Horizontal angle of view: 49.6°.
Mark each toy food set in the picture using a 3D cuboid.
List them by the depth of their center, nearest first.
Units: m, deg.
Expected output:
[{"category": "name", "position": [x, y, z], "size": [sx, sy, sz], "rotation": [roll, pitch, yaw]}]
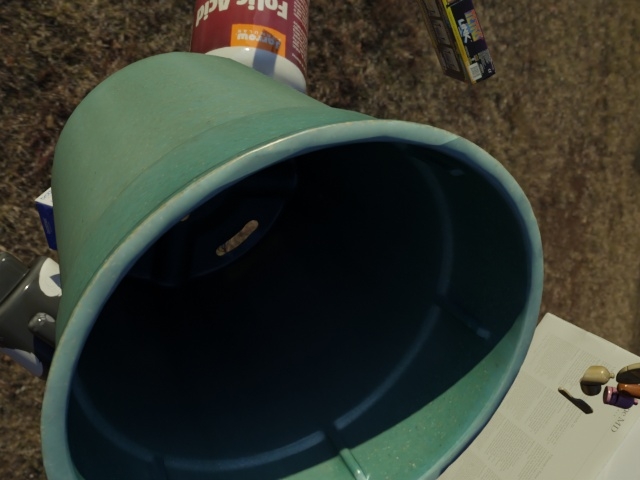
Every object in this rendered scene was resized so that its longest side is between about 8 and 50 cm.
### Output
[{"category": "toy food set", "position": [0.302, 0.141, 0.681], "size": [0.078, 0.122, 0.019], "rotation": [38, 49, -26]}]

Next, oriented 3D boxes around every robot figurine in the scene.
[{"category": "robot figurine", "position": [-0.472, 0.143, 1.199], "size": [0.278, 0.173, 0.209], "rotation": [45, 22, -22]}]

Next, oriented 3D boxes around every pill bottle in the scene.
[{"category": "pill bottle", "position": [-0.135, -0.354, 1.305], "size": [0.224, 0.224, 0.392], "rotation": [41, 45, -55]}]

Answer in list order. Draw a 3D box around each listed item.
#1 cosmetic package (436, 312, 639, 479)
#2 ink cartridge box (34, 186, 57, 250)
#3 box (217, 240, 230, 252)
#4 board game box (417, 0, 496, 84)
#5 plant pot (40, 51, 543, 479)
[{"category": "cosmetic package", "position": [0.360, 0.326, 1.086], "size": [0.097, 0.284, 0.377], "rotation": [36, 90, -19]}, {"category": "ink cartridge box", "position": [-0.372, -0.079, 1.136], "size": [0.207, 0.046, 0.097], "rotation": [-56, 156, -45]}, {"category": "box", "position": [-0.209, -0.055, 1.538], "size": [0.094, 0.027, 0.137], "rotation": [92, 7, -59]}, {"category": "board game box", "position": [0.214, -0.347, 1.124], "size": [0.048, 0.141, 0.170], "rotation": [-25, 113, 2]}, {"category": "plant pot", "position": [-0.064, 0.012, 0.563], "size": [0.341, 0.334, 0.341], "rotation": [-13, 123, -21]}]
